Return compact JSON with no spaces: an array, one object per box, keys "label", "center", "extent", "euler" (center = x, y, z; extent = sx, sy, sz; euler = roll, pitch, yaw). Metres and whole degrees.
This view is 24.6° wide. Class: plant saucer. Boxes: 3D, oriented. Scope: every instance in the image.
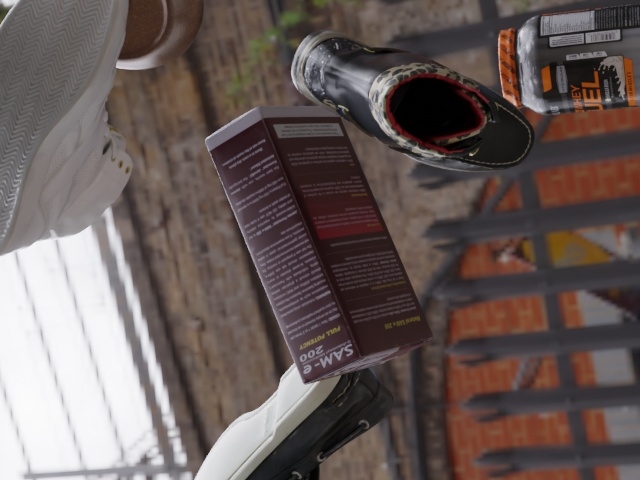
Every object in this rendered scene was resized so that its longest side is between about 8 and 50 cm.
[{"label":"plant saucer","center":[-0.232,-0.274,1.663],"extent":[0.036,0.199,0.198],"euler":[-70,-37,-52]}]

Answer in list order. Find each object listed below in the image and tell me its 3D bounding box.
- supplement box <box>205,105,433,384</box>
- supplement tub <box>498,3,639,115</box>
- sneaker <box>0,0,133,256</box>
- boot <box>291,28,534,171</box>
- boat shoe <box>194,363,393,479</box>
[{"label":"supplement box","center":[0.000,0.000,1.320],"extent":[0.130,0.073,0.239],"euler":[-7,-109,-56]},{"label":"supplement tub","center":[0.303,-0.204,1.665],"extent":[0.117,0.190,0.117],"euler":[-5,-90,-75]},{"label":"sneaker","center":[-0.229,-0.123,1.353],"extent":[0.292,0.108,0.169],"euler":[-61,-18,18]},{"label":"boot","center":[0.106,-0.097,1.207],"extent":[0.236,0.178,0.085],"euler":[20,-83,-26]},{"label":"boat shoe","center":[-0.038,0.241,1.670],"extent":[0.113,0.340,0.127],"euler":[31,-147,-15]}]
